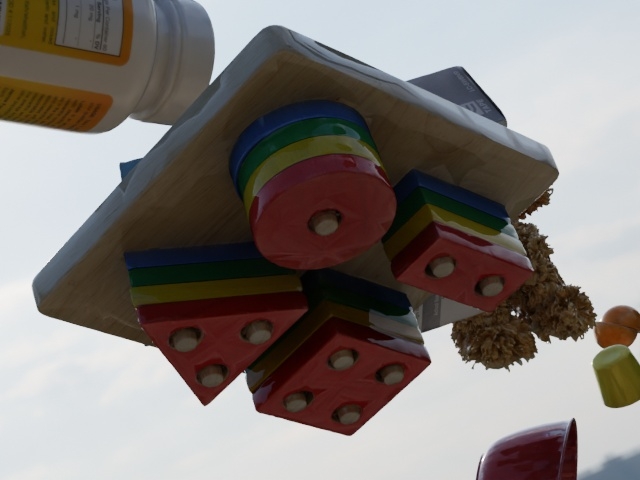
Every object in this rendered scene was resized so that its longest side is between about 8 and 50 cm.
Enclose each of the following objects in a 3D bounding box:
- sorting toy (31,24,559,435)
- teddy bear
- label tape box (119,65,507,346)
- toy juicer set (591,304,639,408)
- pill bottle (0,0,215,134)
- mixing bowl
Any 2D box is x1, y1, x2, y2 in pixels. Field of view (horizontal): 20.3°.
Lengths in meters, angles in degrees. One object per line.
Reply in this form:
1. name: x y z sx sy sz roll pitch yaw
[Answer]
1. sorting toy: -0.006 0.016 1.149 0.255 0.089 0.257 20 -52 -39
2. teddy bear: 0.160 -0.007 1.944 0.245 0.338 0.113 -10 -30 -12
3. label tape box: 0.000 0.000 1.644 0.333 0.106 0.240 -18 -45 -16
4. toy juicer set: 0.507 0.102 2.325 0.329 0.089 0.209 -24 21 13
5. pill bottle: -0.207 -0.152 1.325 0.245 0.136 0.136 7 -31 -36
6. mixing bowl: 0.221 0.280 1.944 0.098 0.181 0.181 4 -8 15
